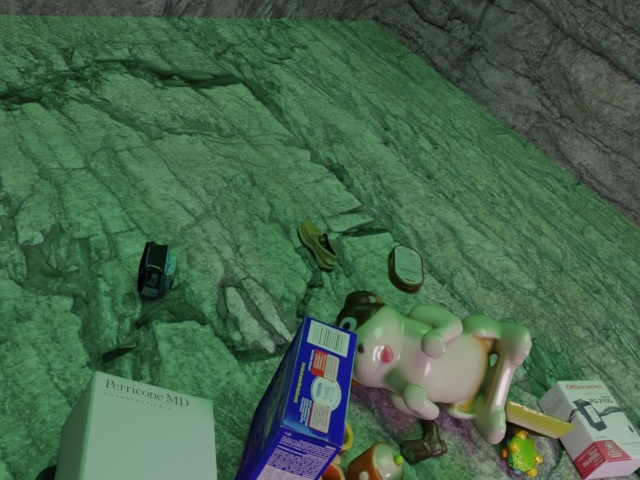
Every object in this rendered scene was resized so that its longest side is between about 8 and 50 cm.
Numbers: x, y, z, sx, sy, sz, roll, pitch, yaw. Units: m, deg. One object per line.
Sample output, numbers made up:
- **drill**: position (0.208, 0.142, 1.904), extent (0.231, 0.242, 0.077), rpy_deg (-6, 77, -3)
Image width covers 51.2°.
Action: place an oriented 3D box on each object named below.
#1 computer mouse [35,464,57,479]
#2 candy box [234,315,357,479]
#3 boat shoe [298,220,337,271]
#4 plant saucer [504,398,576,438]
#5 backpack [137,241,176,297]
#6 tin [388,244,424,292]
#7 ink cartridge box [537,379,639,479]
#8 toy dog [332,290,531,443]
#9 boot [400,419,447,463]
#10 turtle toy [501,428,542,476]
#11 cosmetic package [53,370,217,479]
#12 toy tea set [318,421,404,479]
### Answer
- **computer mouse**: position (-0.362, 0.484, 1.127), extent (0.262, 0.060, 0.184), rpy_deg (21, 30, -27)
- **candy box**: position (-0.053, 0.349, 1.260), extent (0.122, 0.317, 0.268), rpy_deg (23, 37, -7)
- **boat shoe**: position (0.000, 0.000, 1.932), extent (0.068, 0.072, 0.190), rpy_deg (-7, 47, -37)
- **plant saucer**: position (0.491, 0.439, 1.637), extent (0.188, 0.188, 0.045), rpy_deg (21, 75, -6)
- **backpack**: position (-0.383, 0.076, 1.569), extent (0.084, 0.114, 0.105), rpy_deg (13, 41, -19)
- **tin**: position (0.259, 0.082, 2.021), extent (0.106, 0.040, 0.189), rpy_deg (16, 37, -7)
- **ink cartridge box**: position (0.707, 0.485, 1.738), extent (0.172, 0.100, 0.237), rpy_deg (5, 41, -27)
- **toy dog**: position (0.225, 0.252, 1.586), extent (0.408, 0.284, 0.395), rpy_deg (14, 16, -14)
- **boot**: position (0.224, 0.456, 1.540), extent (0.114, 0.037, 0.106), rpy_deg (-4, 43, -29)
- **turtle toy**: position (0.479, 0.505, 1.603), extent (0.095, 0.066, 0.130), rpy_deg (56, 37, 1)
- **cosmetic package**: position (-0.288, 0.441, 1.030), extent (0.230, 0.161, 0.453), rpy_deg (21, 28, -26)
- **toy tea set**: position (0.063, 0.484, 1.284), extent (0.200, 0.124, 0.336), rpy_deg (43, 35, -15)
